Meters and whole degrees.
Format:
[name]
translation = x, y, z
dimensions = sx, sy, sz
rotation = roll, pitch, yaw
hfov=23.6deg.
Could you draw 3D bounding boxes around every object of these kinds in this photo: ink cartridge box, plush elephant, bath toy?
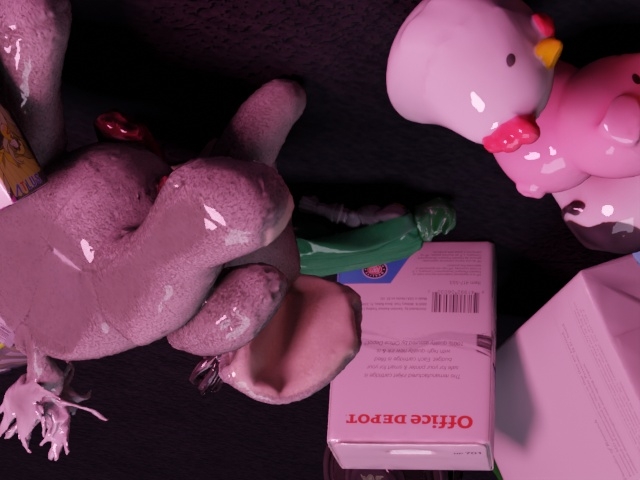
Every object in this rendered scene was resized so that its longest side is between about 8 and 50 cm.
[ink cartridge box]
translation = 0.084, 0.101, 1.345
dimensions = 0.139, 0.191, 0.082
rotation = 0, 155, 9
[plush elephant]
translation = -0.097, -0.014, 1.092
dimensions = 0.272, 0.255, 0.330
rotation = 35, 126, 24
[bath toy]
translation = 0.195, -0.067, 1.045
dimensions = 0.348, 0.129, 0.151
rotation = 26, 114, -41

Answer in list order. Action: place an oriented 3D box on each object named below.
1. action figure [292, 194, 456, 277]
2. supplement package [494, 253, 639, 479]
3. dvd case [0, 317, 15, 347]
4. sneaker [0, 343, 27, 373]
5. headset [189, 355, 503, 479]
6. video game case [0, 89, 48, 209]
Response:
[action figure]
translation = 0.000, 0.000, 1.282
dimensions = 0.232, 0.063, 0.137
rotation = -10, 161, 6
[supplement package]
translation = 0.275, 0.132, 1.346
dimensions = 0.177, 0.175, 0.293
rotation = -16, 162, -22
[dvd case]
translation = -0.325, -0.013, 1.244
dimensions = 0.238, 0.030, 0.179
rotation = 34, 148, -9
[sneaker]
translation = -0.270, 0.056, 1.433
dimensions = 0.121, 0.111, 0.300
rotation = -1, 164, -46
[headset]
translation = 0.064, 0.207, 1.544
dimensions = 0.394, 0.243, 0.185
rotation = 40, 117, -9
[video game case]
translation = -0.309, -0.092, 1.011
dimensions = 0.232, 0.042, 0.210
rotation = -18, 104, 40
